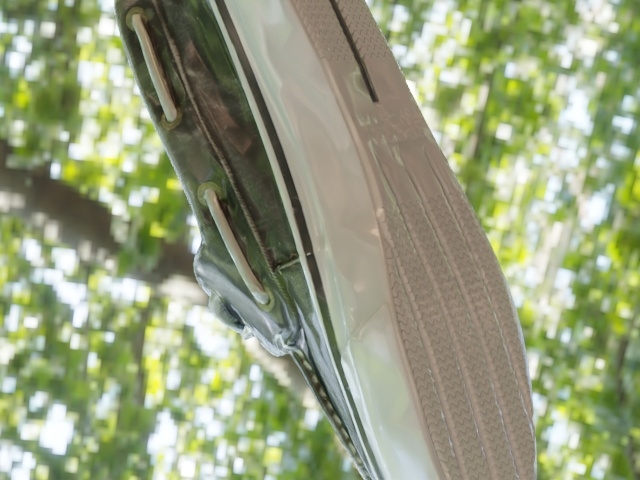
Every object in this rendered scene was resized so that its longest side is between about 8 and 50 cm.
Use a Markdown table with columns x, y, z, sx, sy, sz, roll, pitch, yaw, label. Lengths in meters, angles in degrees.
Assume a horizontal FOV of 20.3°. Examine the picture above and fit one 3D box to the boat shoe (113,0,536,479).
| x | y | z | sx | sy | sz | roll | pitch | yaw | label |
| --- | --- | --- | --- | --- | --- | --- | --- | --- | --- |
| 0.000 | 0.000 | 0.856 | 0.121 | 0.119 | 0.335 | -2 | -111 | -57 | boat shoe |
